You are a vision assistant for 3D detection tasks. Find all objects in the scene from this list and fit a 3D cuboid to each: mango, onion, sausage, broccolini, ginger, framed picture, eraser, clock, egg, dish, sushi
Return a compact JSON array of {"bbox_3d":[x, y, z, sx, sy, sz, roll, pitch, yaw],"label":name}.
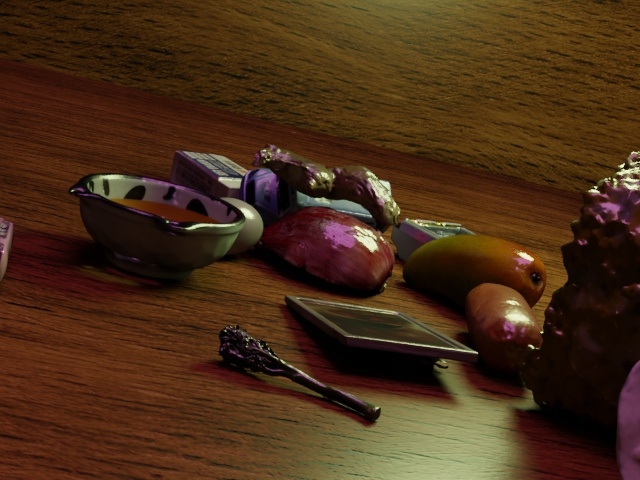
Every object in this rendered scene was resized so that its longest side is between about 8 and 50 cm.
[{"bbox_3d":[0.285,0.057,2.061,0.289,0.146,0.129,23,1,43],"label":"mango"},{"bbox_3d":[0.000,0.000,2.058,0.283,0.120,0.227,15,8,5],"label":"onion"},{"bbox_3d":[0.293,0.140,1.814,0.113,0.113,0.259,14,12,0],"label":"sausage"},{"bbox_3d":[-0.031,0.178,1.472,0.239,0.051,0.054,26,10,16],"label":"broccolini"},{"bbox_3d":[0.019,-0.111,2.097,0.290,0.084,0.122,23,12,8],"label":"ginger"},{"bbox_3d":[0.083,0.133,1.723,0.211,0.020,0.289,9,6,-19],"label":"framed picture"},{"bbox_3d":[-0.206,-0.115,2.386,0.124,0.081,0.279,5,16,-33],"label":"eraser"},{"bbox_3d":[0.281,0.032,2.297,0.186,0.083,0.253,5,16,-34],"label":"clock"},{"bbox_3d":[-0.166,-0.025,2.006,0.135,0.103,0.103,1,18,-33],"label":"egg"},{"bbox_3d":[-0.266,-0.015,1.824,0.303,0.120,0.303,14,13,-3],"label":"dish"},{"bbox_3d":[0.465,0.082,1.618,0.240,0.396,0.351,23,25,27],"label":"sushi"}]

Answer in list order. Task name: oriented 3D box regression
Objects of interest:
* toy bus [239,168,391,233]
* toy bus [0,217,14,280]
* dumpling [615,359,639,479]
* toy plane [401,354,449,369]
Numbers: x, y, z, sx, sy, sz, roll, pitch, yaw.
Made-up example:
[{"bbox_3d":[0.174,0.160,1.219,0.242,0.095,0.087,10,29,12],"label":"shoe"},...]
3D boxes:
[{"bbox_3d":[-0.008,-0.075,2.233,0.292,0.125,0.133,9,-27,-24],"label":"toy bus"},{"bbox_3d":[-0.489,0.008,1.622,0.090,0.063,0.203,12,12,-14],"label":"toy bus"},{"bbox_3d":[0.474,0.220,1.392,0.243,0.318,0.187,9,-19,-2],"label":"dumpling"},{"bbox_3d":[0.151,0.174,1.685,0.083,0.031,0.078,4,17,-39],"label":"toy plane"}]
